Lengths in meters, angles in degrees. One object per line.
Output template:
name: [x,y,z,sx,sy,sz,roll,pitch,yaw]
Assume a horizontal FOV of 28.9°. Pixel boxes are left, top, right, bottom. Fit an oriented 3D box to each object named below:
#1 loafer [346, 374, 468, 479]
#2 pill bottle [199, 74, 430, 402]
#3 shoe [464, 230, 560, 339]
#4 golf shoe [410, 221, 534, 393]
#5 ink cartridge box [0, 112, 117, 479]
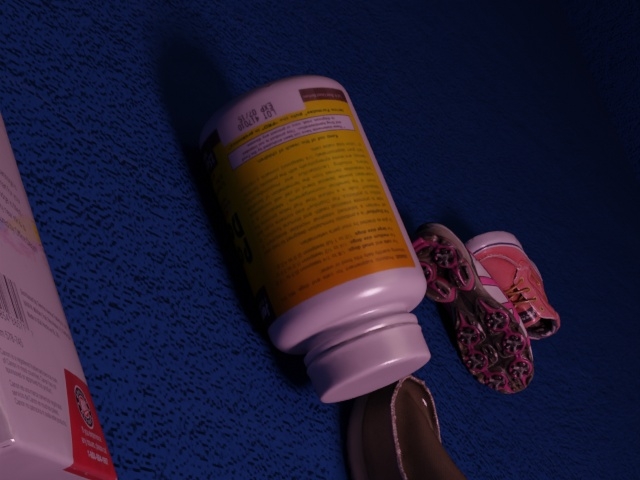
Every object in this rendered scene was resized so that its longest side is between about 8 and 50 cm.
loafer: [0.082,0.194,0.868,0.094,0.087,0.251,41,30,-41]
pill bottle: [0.000,0.000,0.879,0.117,0.117,0.215,11,53,-62]
shoe: [0.208,0.052,1.338,0.178,0.063,0.081,33,30,-57]
golf shoe: [0.152,0.060,1.203,0.186,0.067,0.086,58,21,-9]
ink cartridge box: [-0.168,0.020,0.435,0.128,0.127,0.176,70,-1,-72]
